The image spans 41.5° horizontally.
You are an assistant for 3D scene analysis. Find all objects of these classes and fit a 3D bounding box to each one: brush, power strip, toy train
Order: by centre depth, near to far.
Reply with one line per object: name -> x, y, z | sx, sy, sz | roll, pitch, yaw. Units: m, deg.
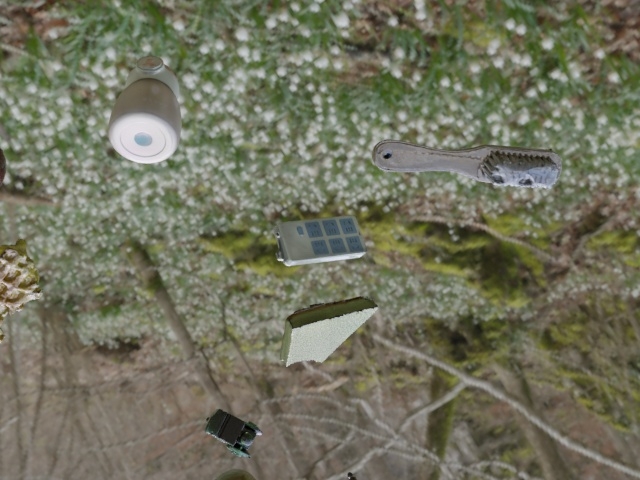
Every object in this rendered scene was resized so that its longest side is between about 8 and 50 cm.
brush -> 0.249, -0.124, 1.390 | 0.327, 0.070, 0.065 | 5, -160, -9
power strip -> 0.000, 0.000, 1.557 | 0.192, 0.081, 0.035 | -6, 160, -35
toy train -> -0.178, 0.376, 1.667 | 0.071, 0.111, 0.170 | -61, -172, -16

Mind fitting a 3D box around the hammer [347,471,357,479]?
hammer -> 0.077, 0.730, 2.428 | 0.021, 0.065, 0.178 | -33, 179, 21

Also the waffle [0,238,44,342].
waffle -> -0.699, 0.125, 1.701 | 0.281, 0.058, 0.301 | 1, 125, -50

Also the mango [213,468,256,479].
mango -> -0.191, 0.563, 1.659 | 0.176, 0.176, 0.329 | -21, -170, 24

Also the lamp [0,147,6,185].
lamp -> -0.860, -0.181, 2.098 | 0.135, 0.157, 0.156 | 21, 100, -44

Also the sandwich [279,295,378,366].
sandwich -> 0.016, 0.246, 2.253 | 0.245, 0.063, 0.212 | -11, 142, -20

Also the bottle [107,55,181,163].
bottle -> -0.365, -0.292, 1.807 | 0.147, 0.147, 0.237 | -33, -141, 31
